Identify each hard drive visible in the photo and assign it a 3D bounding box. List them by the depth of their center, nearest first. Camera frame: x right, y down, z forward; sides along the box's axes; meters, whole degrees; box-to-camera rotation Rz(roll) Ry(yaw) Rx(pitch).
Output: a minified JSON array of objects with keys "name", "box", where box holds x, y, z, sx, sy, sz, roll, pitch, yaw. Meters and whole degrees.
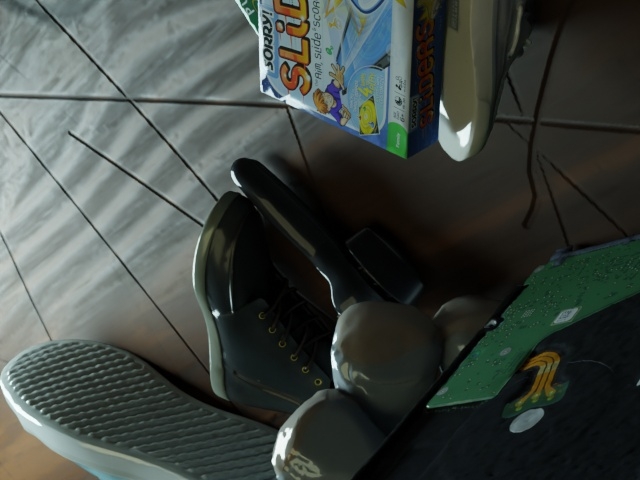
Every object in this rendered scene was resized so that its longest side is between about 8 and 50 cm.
[{"name":"hard drive","box":[0.157,0.096,0.781,0.237,0.339,0.064,-17,110,46]}]

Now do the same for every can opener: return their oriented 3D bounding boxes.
[{"name":"can opener","box":[0.000,0.000,1.076,0.186,0.073,0.059,42,178,13]}]

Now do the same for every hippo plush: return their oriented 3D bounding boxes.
[{"name":"hippo plush","box":[0.103,0.185,1.048,0.294,0.234,0.236,49,166,8]}]

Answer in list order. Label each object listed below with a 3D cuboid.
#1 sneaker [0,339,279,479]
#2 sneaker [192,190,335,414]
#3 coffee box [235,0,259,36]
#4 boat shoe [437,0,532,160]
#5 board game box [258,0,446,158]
[{"name":"sneaker","box":[-0.170,0.225,1.333,0.366,0.135,0.150,24,131,28]},{"name":"sneaker","box":[-0.033,0.058,1.134,0.118,0.083,0.222,15,134,22]},{"name":"coffee box","box":[-0.001,-0.210,0.912,0.184,0.040,0.113,-28,99,49]},{"name":"boat shoe","box":[0.106,-0.139,0.856,0.066,0.063,0.184,40,139,53]},{"name":"board game box","box":[0.018,-0.166,0.856,0.136,0.035,0.201,28,134,35]}]
